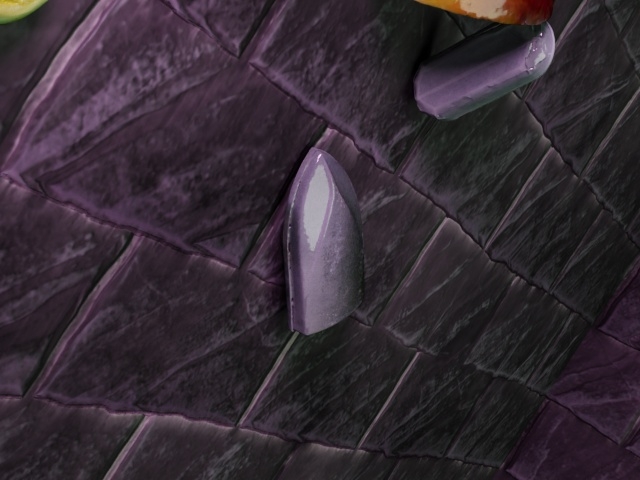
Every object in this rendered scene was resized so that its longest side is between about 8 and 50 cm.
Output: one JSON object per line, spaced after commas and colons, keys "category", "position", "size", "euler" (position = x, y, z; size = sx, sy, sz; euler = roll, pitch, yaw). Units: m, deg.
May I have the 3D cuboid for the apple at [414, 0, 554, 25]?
{"category": "apple", "position": [0.214, -0.400, 1.419], "size": [0.346, 0.179, 0.254], "euler": [-18, 94, -48]}

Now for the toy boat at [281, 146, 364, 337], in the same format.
{"category": "toy boat", "position": [0.000, 0.000, 1.566], "size": [0.141, 0.092, 0.319], "euler": [-32, 135, -35]}

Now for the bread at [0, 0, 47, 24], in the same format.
{"category": "bread", "position": [-0.282, -0.257, 0.924], "size": [0.139, 0.071, 0.130], "euler": [-55, 153, -4]}

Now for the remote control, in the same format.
{"category": "remote control", "position": [0.234, -0.256, 1.537], "size": [0.052, 0.104, 0.247], "euler": [-5, 165, -46]}
